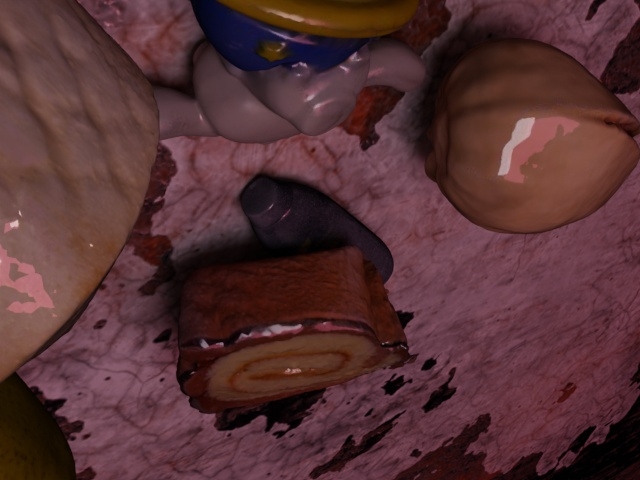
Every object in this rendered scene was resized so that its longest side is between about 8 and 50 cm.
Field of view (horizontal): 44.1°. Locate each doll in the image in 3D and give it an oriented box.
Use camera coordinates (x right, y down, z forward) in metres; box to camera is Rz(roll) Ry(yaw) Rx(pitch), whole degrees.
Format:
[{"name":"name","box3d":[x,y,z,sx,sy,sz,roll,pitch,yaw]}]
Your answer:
[{"name":"doll","box3d":[0.004,-0.157,0.617,0.310,0.159,0.243,-9,131,-39]}]

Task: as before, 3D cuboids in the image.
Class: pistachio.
[{"name":"pistachio","box3d":[0.228,-0.104,0.831,0.317,0.213,0.194,2,87,-47]}]

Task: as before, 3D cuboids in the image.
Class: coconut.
[{"name":"coconut","box3d":[-0.243,-0.031,0.437,0.328,0.329,0.329,-23,138,-22]}]

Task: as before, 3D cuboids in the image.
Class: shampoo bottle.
[{"name":"shampoo bottle","box3d":[0.000,0.000,0.849,0.087,0.049,0.233,-43,142,8]}]

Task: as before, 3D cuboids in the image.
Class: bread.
[{"name":"bread","box3d":[-0.029,0.089,0.805,0.244,0.123,0.190,-4,147,-14]}]

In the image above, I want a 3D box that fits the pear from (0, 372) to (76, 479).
[{"name":"pear","box3d":[-0.334,0.184,0.568,0.294,0.294,0.294,-23,138,-22]}]
